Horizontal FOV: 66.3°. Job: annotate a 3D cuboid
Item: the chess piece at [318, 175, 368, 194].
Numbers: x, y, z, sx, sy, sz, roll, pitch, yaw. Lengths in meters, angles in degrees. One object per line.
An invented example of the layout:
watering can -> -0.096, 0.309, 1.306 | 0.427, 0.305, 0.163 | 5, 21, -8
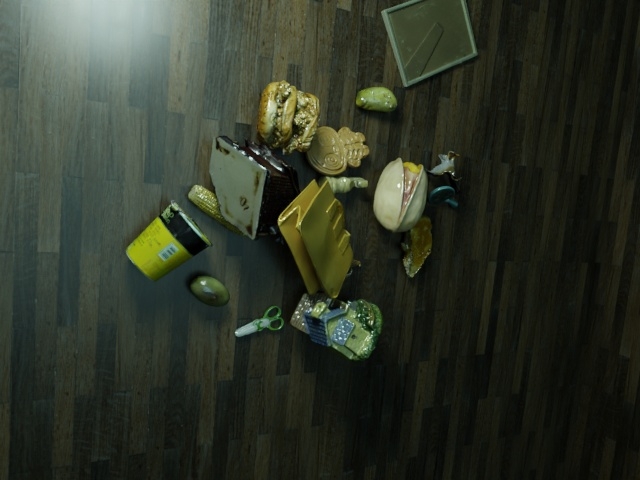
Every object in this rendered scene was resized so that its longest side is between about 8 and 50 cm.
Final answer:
chess piece -> 0.096, -0.233, 2.009 | 0.200, 0.090, 0.090 | -10, 102, -27

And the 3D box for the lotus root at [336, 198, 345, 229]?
lotus root -> 0.056, -0.089, 2.011 | 0.108, 0.094, 0.191 | -21, 117, 13

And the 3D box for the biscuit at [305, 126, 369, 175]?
biscuit -> 0.072, -0.364, 1.970 | 0.288, 0.044, 0.202 | -12, 84, -25

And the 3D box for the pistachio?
pistachio -> 0.339, -0.183, 2.063 | 0.229, 0.230, 0.309 | 14, 95, -28

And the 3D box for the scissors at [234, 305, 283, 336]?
scissors -> -0.245, 0.334, 1.953 | 0.204, 0.027, 0.101 | -19, 105, -26

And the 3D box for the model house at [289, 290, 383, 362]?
model house -> 0.054, 0.306, 1.953 | 0.266, 0.321, 0.261 | 35, 75, -26

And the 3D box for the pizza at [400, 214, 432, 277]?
pizza -> 0.433, 0.021, 2.234 | 0.189, 0.071, 0.297 | -14, 108, -38

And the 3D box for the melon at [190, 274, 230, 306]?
melon -> -0.405, 0.189, 1.808 | 0.162, 0.099, 0.099 | 39, 80, -30

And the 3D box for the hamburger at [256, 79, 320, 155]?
hamburger -> -0.120, -0.455, 1.776 | 0.211, 0.260, 0.245 | 8, 63, -13

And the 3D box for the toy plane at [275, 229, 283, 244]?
toy plane -> -0.145, -0.028, 1.947 | 0.078, 0.031, 0.083 | 28, 87, -15

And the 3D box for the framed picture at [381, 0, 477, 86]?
framed picture -> 0.490, -0.900, 2.144 | 0.446, 0.028, 0.326 | -28, 110, -21

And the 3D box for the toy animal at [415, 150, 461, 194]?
toy animal -> 0.567, -0.320, 2.192 | 0.272, 0.197, 0.160 | 17, 87, -24

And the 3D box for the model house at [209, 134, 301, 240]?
model house -> -0.233, -0.196, 1.781 | 0.282, 0.317, 0.297 | -19, 140, -62

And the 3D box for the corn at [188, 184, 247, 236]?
corn -> -0.354, -0.102, 1.800 | 0.288, 0.086, 0.087 | 35, 82, -26

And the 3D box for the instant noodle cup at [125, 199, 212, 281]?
instant noodle cup -> -0.521, 0.011, 1.671 | 0.236, 0.215, 0.215 | -41, 114, -8

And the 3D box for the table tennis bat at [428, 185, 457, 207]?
table tennis bat -> 0.578, -0.197, 2.268 | 0.201, 0.124, 0.033 | 24, 45, -44

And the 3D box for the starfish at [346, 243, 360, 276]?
starfish -> 0.090, 0.079, 2.087 | 0.209, 0.053, 0.150 | 14, 104, -33

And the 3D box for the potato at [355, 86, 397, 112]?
potato -> 0.230, -0.581, 2.027 | 0.188, 0.085, 0.105 | -7, 80, -22

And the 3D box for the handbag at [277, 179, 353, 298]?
handbag -> 0.000, 0.000, 1.853 | 0.283, 0.133, 0.401 | -53, 136, -35
